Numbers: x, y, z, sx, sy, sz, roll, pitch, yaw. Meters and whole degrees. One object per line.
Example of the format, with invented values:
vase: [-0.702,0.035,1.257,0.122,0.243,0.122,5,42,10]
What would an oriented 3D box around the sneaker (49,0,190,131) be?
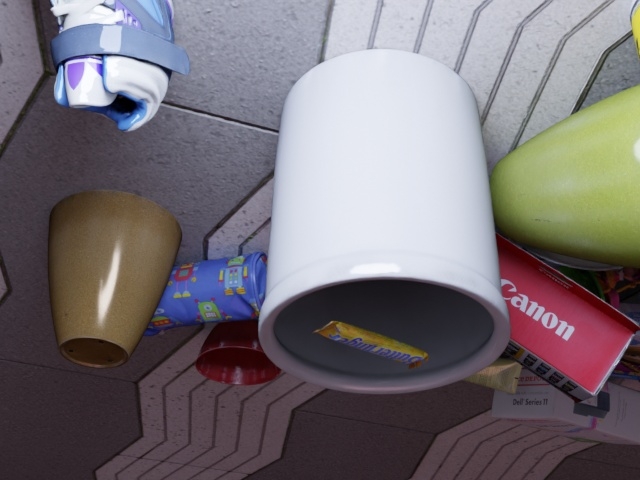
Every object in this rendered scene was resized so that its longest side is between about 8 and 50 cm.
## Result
sneaker: [-0.272,-0.275,1.066,0.130,0.236,0.323,-10,145,17]

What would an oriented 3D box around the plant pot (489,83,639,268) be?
plant pot: [0.402,-0.080,1.338,0.275,0.275,0.293,32,155,-37]

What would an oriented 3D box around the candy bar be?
candy bar: [0.068,0.131,1.164,0.161,0.018,0.040,22,141,-26]

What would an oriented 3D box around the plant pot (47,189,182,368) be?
plant pot: [-0.373,0.084,1.591,0.237,0.254,0.237,1,147,1]

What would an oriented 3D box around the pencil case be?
pencil case: [-0.231,0.108,1.736,0.306,0.119,0.133,-11,120,19]

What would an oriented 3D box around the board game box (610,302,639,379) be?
board game box: [0.670,0.208,1.792,0.319,0.066,0.318,2,157,25]

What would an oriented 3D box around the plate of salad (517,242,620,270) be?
plate of salad: [0.405,0.008,1.503,0.200,0.200,0.048,6,116,-6]

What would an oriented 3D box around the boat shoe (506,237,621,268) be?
boat shoe: [0.427,0.000,1.604,0.226,0.083,0.076,1,119,-1]

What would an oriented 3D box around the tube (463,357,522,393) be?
tube: [0.304,0.267,1.953,0.240,0.062,0.070,11,166,12]

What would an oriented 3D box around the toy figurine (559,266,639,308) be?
toy figurine: [0.546,0.074,1.667,0.159,0.173,0.130,-15,114,-8]

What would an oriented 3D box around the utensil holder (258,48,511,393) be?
utensil holder: [0.088,-0.026,1.289,0.328,0.385,0.327,2,146,1]

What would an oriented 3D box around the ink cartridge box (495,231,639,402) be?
ink cartridge box: [0.347,0.125,1.527,0.309,0.130,0.272,34,173,14]

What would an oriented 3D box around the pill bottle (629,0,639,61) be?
pill bottle: [0.458,-0.225,1.132,0.119,0.208,0.119,1,146,1]

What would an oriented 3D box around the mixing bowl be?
mixing bowl: [-0.168,0.224,1.925,0.181,0.098,0.181,2,146,1]

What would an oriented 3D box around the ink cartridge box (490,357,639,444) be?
ink cartridge box: [0.525,0.357,2.026,0.353,0.119,0.207,20,162,-24]
